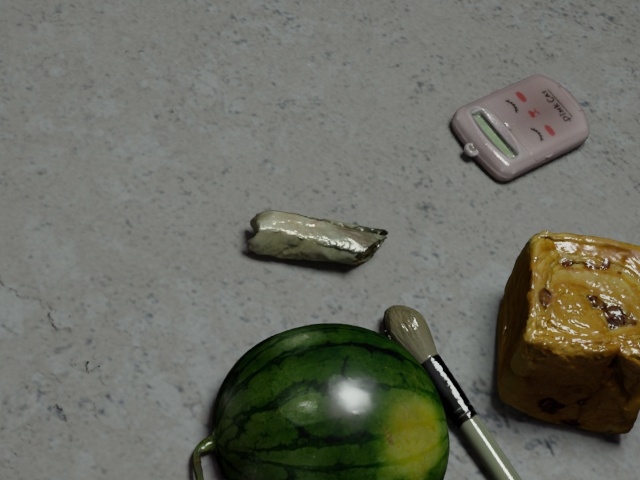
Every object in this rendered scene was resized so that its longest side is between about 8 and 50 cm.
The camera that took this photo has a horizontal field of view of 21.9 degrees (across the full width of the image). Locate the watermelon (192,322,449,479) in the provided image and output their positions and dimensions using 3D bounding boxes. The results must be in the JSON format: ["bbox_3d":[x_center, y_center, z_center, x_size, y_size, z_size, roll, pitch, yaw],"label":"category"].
[{"bbox_3d":[0.010,0.156,1.455,0.232,0.127,0.204,8,55,-12],"label":"watermelon"}]

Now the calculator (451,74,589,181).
[{"bbox_3d":[0.220,-0.125,1.823,0.175,0.032,0.100,-26,68,-36],"label":"calculator"}]

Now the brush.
[{"bbox_3d":[0.144,0.182,1.554,0.299,0.039,0.042,58,15,20],"label":"brush"}]

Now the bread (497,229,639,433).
[{"bbox_3d":[0.251,0.087,1.602,0.149,0.143,0.158,14,50,-5],"label":"bread"}]

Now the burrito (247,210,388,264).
[{"bbox_3d":[0.000,0.000,1.623,0.149,0.041,0.055,8,39,-18],"label":"burrito"}]
